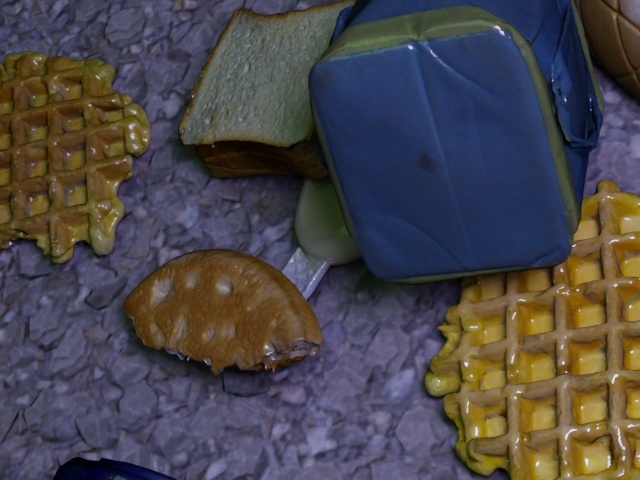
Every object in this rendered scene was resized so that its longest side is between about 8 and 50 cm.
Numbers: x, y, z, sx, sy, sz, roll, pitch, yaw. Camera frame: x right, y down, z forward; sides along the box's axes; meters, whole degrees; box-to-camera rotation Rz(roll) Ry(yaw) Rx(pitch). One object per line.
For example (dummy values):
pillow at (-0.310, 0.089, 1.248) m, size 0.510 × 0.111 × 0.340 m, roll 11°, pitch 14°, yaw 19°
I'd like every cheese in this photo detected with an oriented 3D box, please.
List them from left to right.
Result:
cheese at (0.000, 0.000, 1.425) m, size 0.127 × 0.050 × 0.235 m, roll 34°, pitch 89°, yaw 40°

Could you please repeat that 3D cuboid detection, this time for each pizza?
pizza at (-0.090, 0.069, 1.406) m, size 0.246 × 0.058 × 0.127 m, roll -5°, pitch 69°, yaw 40°

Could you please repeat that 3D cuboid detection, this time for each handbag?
handbag at (0.120, -0.121, 1.274) m, size 0.222 × 0.263 × 0.241 m, roll -12°, pitch 27°, yaw 21°

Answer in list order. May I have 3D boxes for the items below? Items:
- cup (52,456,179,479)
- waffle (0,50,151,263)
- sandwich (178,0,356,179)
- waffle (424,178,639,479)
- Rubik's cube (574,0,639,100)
cup at (-0.224, 0.322, 1.290) m, size 0.255 × 0.178 × 0.256 m, roll 7°, pitch 66°, yaw 25°
waffle at (-0.327, -0.079, 1.604) m, size 0.301 × 0.058 × 0.281 m, roll 10°, pitch 70°, yaw 27°
sandwich at (-0.034, -0.150, 1.468) m, size 0.215 × 0.065 × 0.186 m, roll 1°, pitch 63°, yaw 47°
waffle at (0.239, 0.091, 1.272) m, size 0.329 × 0.062 × 0.329 m, roll -10°, pitch 61°, yaw 18°
Rubik's cube at (0.342, -0.223, 1.354) m, size 0.255 × 0.254 × 0.254 m, roll -10°, pitch 62°, yaw 19°
